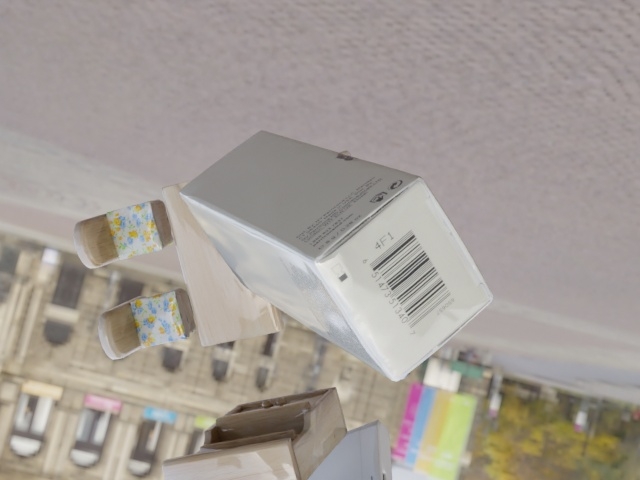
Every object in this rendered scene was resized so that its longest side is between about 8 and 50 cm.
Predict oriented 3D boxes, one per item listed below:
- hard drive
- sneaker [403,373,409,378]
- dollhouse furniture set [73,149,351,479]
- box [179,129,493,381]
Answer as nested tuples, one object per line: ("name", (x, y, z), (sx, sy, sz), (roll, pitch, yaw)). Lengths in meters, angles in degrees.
("hard drive", (-0.037, 0.395, 1.682), (0.307, 0.203, 0.040), (-24, 131, 22))
("sneaker", (0.067, 0.105, 1.048), (0.037, 0.032, 0.083), (29, -177, -23))
("dollhouse furniture set", (-0.117, 0.113, 1.530), (0.362, 0.394, 0.256), (-13, -175, 17))
("box", (0.000, 0.000, 0.862), (0.113, 0.094, 0.275), (57, 166, -25))
